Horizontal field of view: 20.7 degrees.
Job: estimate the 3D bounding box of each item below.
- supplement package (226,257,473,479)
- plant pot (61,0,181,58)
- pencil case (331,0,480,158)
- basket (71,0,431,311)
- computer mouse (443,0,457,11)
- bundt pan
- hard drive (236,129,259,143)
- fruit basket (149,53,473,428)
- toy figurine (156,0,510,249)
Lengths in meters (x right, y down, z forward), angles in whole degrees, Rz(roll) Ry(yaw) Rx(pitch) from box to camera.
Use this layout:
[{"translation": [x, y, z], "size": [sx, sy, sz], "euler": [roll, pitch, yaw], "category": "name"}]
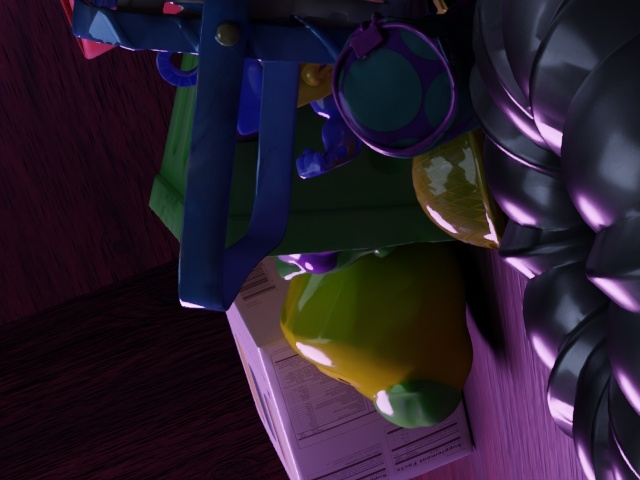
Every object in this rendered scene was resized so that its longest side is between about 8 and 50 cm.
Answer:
[{"translation": [0.020, 0.116, 1.886], "size": [0.199, 0.198, 0.262], "euler": [-121, 12, -50], "category": "supplement package"}, {"translation": [-0.183, -0.358, 1.856], "size": [0.275, 0.243, 0.275], "euler": [158, 90, -82], "category": "plant pot"}, {"translation": [0.066, -0.089, 0.865], "size": [0.152, 0.064, 0.070], "euler": [-28, -81, -60], "category": "pencil case"}, {"translation": [-0.036, -0.121, 1.008], "size": [0.255, 0.201, 0.289], "euler": [-62, -26, -79], "category": "basket"}, {"translation": [0.100, -0.157, 1.024], "size": [0.193, 0.042, 0.106], "euler": [-70, -33, -59], "category": "computer mouse"}, {"translation": [0.147, -0.007, 0.718], "size": [0.331, 0.124, 0.330], "euler": [166, 90, -87], "category": "bundt pan"}, {"translation": [-0.037, -0.203, 1.340], "size": [0.172, 0.054, 0.254], "euler": [133, 149, -84], "category": "hard drive"}, {"translation": [0.000, 0.000, 1.603], "size": [0.392, 0.283, 0.392], "euler": [176, 90, -79], "category": "fruit basket"}, {"translation": [-0.004, -0.138, 1.225], "size": [0.191, 0.217, 0.362], "euler": [-109, 2, -56], "category": "toy figurine"}]
